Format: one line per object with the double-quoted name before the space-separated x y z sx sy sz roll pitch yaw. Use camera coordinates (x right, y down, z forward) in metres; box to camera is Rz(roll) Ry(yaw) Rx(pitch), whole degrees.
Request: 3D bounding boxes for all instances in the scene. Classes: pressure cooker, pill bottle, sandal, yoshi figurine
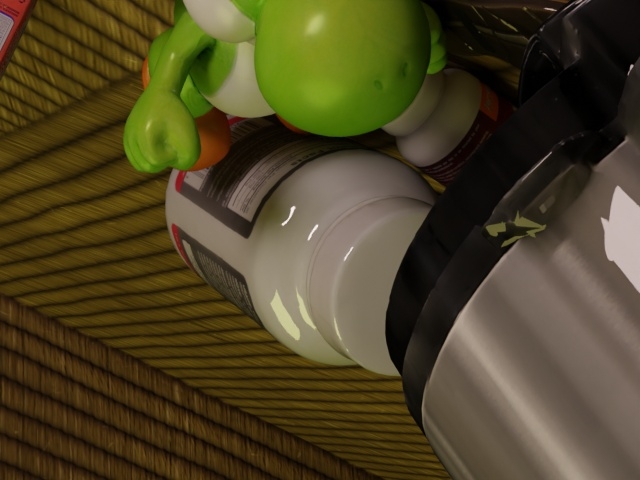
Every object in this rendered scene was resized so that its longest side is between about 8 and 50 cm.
"pressure cooker" 0.241 0.061 0.735 0.376 0.370 0.420 0 -137 -43
"pill bottle" 0.117 -0.082 1.074 0.152 0.086 0.086 31 161 -29
"pill bottle" 0.000 0.000 1.123 0.176 0.176 0.318 31 180 -29
"sandal" 0.133 -0.153 0.902 0.219 0.060 0.090 24 164 50
"yoshi figurine" -0.024 -0.120 0.919 0.203 0.203 0.362 22 166 -5

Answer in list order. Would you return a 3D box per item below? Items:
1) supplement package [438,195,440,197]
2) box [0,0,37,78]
"supplement package" 0.059 0.020 1.370 0.244 0.133 0.139 20 163 3
"box" -0.408 -0.222 1.166 0.300 0.154 0.142 25 163 -13
